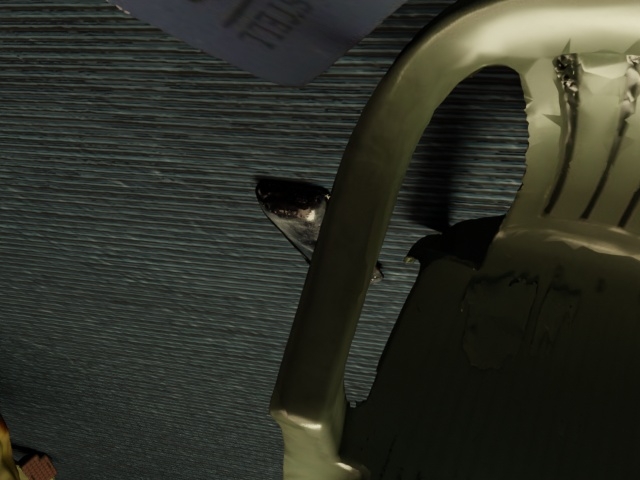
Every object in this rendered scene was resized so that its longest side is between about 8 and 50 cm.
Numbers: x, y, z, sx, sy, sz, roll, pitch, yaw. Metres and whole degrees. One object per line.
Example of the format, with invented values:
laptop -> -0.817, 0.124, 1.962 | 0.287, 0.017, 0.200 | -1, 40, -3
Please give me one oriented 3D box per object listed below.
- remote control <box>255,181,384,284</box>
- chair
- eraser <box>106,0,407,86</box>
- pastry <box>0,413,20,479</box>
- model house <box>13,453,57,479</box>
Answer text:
remote control -> 0.000, 0.000, 0.743 | 0.039, 0.014, 0.096 | 8, 159, 24
chair -> 0.094, 0.040, 0.564 | 0.203, 0.190, 0.274 | 16, 168, 1
eraser -> 0.004, -0.105, 0.429 | 0.082, 0.036, 0.225 | 25, 159, -15
pastry -> -0.408, 0.231, 1.222 | 0.389, 0.388, 0.312 | 19, -160, -3
model house -> -0.311, 0.224, 1.548 | 0.083, 0.057, 0.058 | 29, 139, 24
